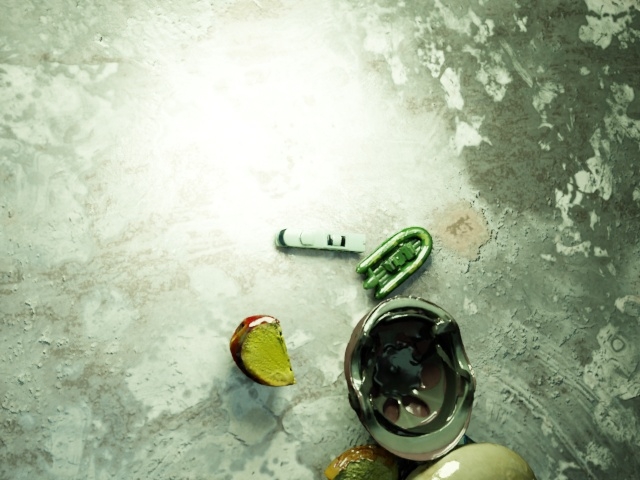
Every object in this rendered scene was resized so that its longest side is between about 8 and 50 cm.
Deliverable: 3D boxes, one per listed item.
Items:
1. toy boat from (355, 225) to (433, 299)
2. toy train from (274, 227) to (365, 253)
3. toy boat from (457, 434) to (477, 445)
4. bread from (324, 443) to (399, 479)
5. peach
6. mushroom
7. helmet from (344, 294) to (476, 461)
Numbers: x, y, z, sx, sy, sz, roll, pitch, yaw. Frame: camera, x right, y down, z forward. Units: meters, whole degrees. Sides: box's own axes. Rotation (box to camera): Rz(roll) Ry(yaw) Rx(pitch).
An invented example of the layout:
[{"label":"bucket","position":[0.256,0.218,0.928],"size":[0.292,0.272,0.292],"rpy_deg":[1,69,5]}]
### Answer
[{"label":"toy boat","position":[0.174,0.045,1.720],"size":[0.210,0.052,0.104],"rpy_deg":[-38,94,-19]},{"label":"toy train","position":[0.000,0.000,1.666],"size":[0.208,0.047,0.043],"rpy_deg":[5,81,-20]},{"label":"toy boat","position":[0.404,0.540,1.742],"size":[0.229,0.080,0.046],"rpy_deg":[42,106,-14]},{"label":"bread","position":[0.089,0.490,1.601],"size":[0.156,0.125,0.086],"rpy_deg":[-15,98,2]},{"label":"peach","position":[-0.118,0.234,1.574],"size":[0.127,0.092,0.172],"rpy_deg":[-44,111,-14]},{"label":"mushroom","position":[0.290,0.578,1.605],"size":[0.363,0.294,0.362],"rpy_deg":[-14,120,-24]},{"label":"helmet","position":[0.174,0.292,1.611],"size":[0.271,0.197,0.338],"rpy_deg":[-9,83,-15]}]
